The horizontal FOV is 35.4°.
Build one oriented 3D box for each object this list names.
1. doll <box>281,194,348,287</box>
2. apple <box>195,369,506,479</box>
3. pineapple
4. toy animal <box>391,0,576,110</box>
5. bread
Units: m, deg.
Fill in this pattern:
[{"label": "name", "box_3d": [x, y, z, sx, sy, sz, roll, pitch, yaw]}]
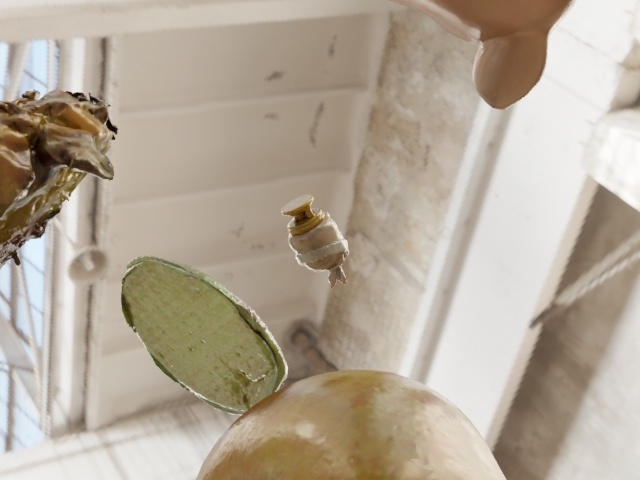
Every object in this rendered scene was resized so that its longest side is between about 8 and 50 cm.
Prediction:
[{"label": "doll", "box_3d": [0.000, 0.000, 1.320, 0.073, 0.084, 0.127, -18, -69, 27]}, {"label": "apple", "box_3d": [0.026, 0.338, 1.114, 0.400, 0.400, 0.333, -49, -38, 5]}, {"label": "pineapple", "box_3d": [-0.275, -0.017, 0.611, 0.334, 0.158, 0.161, -37, -4, 15]}, {"label": "toy animal", "box_3d": [0.097, -0.261, 0.815, 0.213, 0.256, 0.195, -57, -16, -48]}, {"label": "bread", "box_3d": [-0.174, 0.138, 1.460, 0.045, 0.301, 0.301, -49, -31, -38]}]
